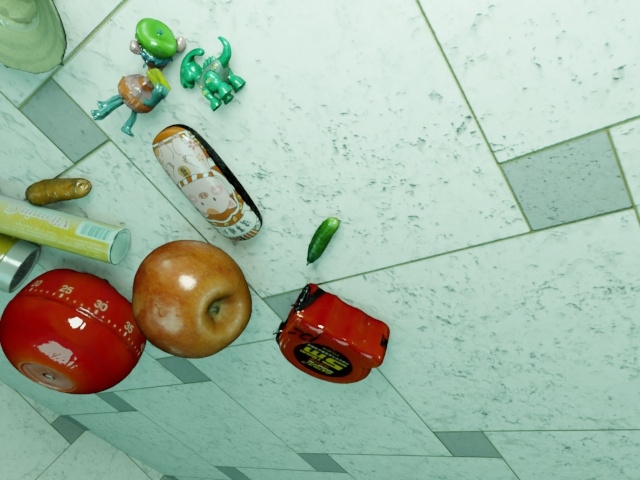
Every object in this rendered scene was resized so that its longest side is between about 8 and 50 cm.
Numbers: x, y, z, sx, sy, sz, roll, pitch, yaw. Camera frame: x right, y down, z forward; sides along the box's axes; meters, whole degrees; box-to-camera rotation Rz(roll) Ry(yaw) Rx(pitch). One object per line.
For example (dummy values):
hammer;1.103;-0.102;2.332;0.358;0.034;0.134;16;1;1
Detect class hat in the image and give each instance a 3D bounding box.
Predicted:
hat;-0.470;-0.387;0.701;0.252;0.110;0.252;14;145;10

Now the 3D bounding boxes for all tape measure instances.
tape measure;0.017;0.230;1.099;0.253;0.114;0.260;29;140;-6

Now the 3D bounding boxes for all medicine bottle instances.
medicine bottle;-0.680;-0.037;1.119;0.426;0.108;0.108;16;137;3

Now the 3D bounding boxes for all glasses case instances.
glasses case;-0.213;-0.104;0.899;0.103;0.067;0.266;-14;125;35

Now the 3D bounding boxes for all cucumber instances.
cucumber;0.000;0.000;0.934;0.037;0.037;0.155;27;135;-4

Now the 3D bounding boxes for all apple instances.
apple;-0.273;0.129;1.021;0.207;0.251;0.271;8;122;29

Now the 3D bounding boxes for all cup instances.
cup;-0.889;0.008;1.244;0.226;0.185;0.241;30;106;-14

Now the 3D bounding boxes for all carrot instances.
carrot;-0.597;-0.115;1.062;0.186;0.060;0.060;-6;130;22

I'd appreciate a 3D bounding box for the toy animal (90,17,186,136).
toy animal;-0.294;-0.254;0.763;0.208;0.100;0.103;-36;69;32

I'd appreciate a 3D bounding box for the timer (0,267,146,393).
timer;-0.694;0.267;1.322;0.378;0.279;0.377;10;136;10

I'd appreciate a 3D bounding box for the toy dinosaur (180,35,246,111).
toy dinosaur;-0.174;-0.266;0.737;0.096;0.059;0.132;47;136;-8
